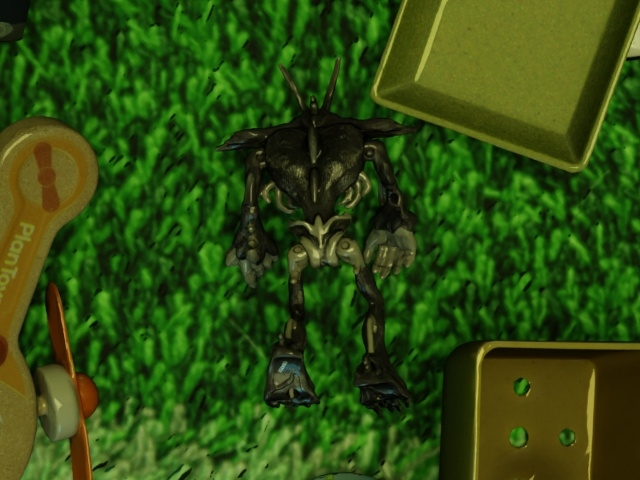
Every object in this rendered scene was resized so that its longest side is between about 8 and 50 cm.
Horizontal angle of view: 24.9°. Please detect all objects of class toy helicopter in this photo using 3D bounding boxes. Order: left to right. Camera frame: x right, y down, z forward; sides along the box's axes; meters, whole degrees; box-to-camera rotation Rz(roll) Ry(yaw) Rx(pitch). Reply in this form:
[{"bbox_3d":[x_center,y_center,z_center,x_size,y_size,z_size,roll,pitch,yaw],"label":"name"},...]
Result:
[{"bbox_3d":[-0.249,0.077,1.108,0.235,0.140,0.355,18,102,-32],"label":"toy helicopter"}]

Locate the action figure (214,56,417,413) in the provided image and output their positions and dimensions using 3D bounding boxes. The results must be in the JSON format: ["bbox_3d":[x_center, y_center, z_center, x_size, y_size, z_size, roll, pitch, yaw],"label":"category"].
[{"bbox_3d":[0.000,0.000,1.154,0.164,0.141,0.276,-2,67,-1],"label":"action figure"}]

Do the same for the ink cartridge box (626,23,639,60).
[{"bbox_3d":[0.292,-0.259,1.226,0.208,0.045,0.206,-7,95,-7],"label":"ink cartridge box"}]

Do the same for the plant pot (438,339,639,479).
[{"bbox_3d":[0.192,0.176,1.161,0.212,0.187,0.212,1,92,-13],"label":"plant pot"}]

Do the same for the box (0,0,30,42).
[{"bbox_3d":[-0.259,-0.355,0.964,0.097,0.318,0.395,-8,85,-18],"label":"box"}]

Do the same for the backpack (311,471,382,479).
[{"bbox_3d":[0.032,0.284,1.182,0.158,0.117,0.173,19,87,-11],"label":"backpack"}]

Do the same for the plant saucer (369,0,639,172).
[{"bbox_3d":[0.159,-0.172,1.182,0.188,0.045,0.188,21,96,12],"label":"plant saucer"}]
